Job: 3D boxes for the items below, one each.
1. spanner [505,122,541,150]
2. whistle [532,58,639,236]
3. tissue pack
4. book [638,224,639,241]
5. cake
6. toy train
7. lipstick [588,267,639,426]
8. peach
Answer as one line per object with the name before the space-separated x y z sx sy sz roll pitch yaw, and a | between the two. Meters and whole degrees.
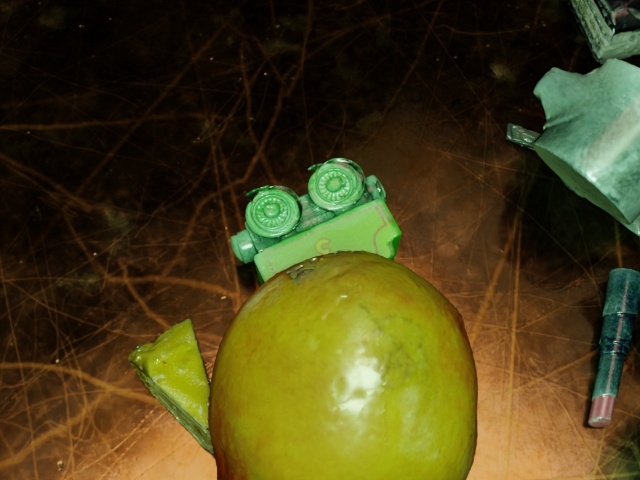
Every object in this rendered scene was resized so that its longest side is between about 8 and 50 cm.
spanner | 0.450 -0.121 1.378 0.325 0.026 0.093 24 69 11
whistle | 0.486 -0.099 1.280 0.405 0.188 0.168 39 97 -20
tissue pack | 0.539 -0.479 1.494 0.245 0.123 0.332 -14 66 -5
book | 0.643 0.061 1.221 0.371 0.043 0.260 -13 97 -8
cake | -0.173 0.199 1.206 0.185 0.079 0.116 31 55 23
toy train | 0.000 0.000 1.262 0.243 0.132 0.188 -25 72 -10
lipstick | 0.418 0.154 1.239 0.053 0.053 0.234 18 69 7
peach | 0.031 0.203 1.072 0.373 0.290 0.372 -1 92 -34
